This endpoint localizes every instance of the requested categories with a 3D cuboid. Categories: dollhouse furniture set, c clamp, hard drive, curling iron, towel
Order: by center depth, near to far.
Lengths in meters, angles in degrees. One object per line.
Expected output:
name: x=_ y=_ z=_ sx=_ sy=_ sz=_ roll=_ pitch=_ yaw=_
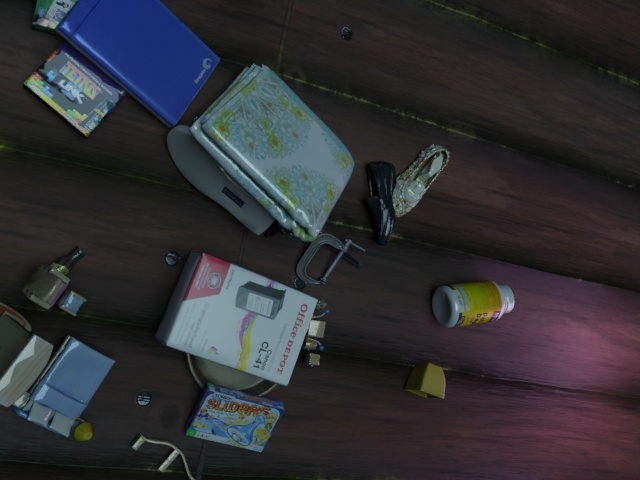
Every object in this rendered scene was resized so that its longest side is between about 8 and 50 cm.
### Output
dollhouse furniture set: x=-0.513 y=0.258 z=1.476 sx=0.303 sy=0.198 sz=0.286 roll=45 pitch=71 yaw=-37
hard drive: x=-0.398 y=-0.437 z=1.594 sx=0.319 sy=0.040 sz=0.210 roll=41 pitch=69 yaw=-31
towel: x=-0.098 y=-0.212 z=1.669 sx=0.374 sy=0.090 sz=0.320 roll=44 pitch=42 yaw=-13
c clamp: x=0.020 y=0.052 z=1.820 sx=0.137 sy=0.022 sz=0.160 roll=37 pitch=95 yaw=-26
curling iron: x=0.000 y=0.000 z=1.828 sx=0.274 sy=0.035 sz=0.068 roll=30 pitch=97 yaw=-25

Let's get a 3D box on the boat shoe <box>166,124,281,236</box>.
boat shoe: x=-0.200 y=-0.167 z=1.704 sx=0.340 sy=0.127 sz=0.158 roll=45 pitch=43 yaw=-6

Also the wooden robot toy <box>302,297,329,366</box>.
wooden robot toy: x=-0.035 y=0.226 z=1.787 sx=0.079 sy=0.076 sz=0.173 roll=11 pitch=85 yaw=-25

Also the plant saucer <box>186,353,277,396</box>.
plant saucer: x=-0.194 y=0.254 z=1.737 sx=0.278 sy=0.041 sz=0.277 roll=-1 pitch=91 yaw=-24

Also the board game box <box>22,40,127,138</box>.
board game box: x=-0.539 y=-0.333 z=1.572 sx=0.170 sy=0.048 sz=0.141 roll=42 pitch=76 yaw=-19

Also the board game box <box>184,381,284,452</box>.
board game box: x=-0.205 y=0.425 z=1.708 sx=0.201 sy=0.035 sz=0.136 roll=20 pitch=108 yaw=-23

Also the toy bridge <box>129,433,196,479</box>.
toy bridge: x=-0.356 y=0.514 z=1.674 sx=0.188 sy=0.026 sz=0.063 roll=46 pitch=72 yaw=-18

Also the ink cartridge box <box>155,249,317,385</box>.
ink cartridge box: x=-0.191 y=0.180 z=1.647 sx=0.306 sy=0.131 sz=0.226 roll=23 pitch=81 yaw=-21

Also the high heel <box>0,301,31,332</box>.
high heel: x=-0.741 y=0.178 z=1.487 sx=0.244 sy=0.082 sz=0.117 roll=23 pitch=117 yaw=-38

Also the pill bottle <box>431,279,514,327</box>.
pill bottle: x=0.425 y=0.173 z=1.973 sx=0.215 sy=0.117 sz=0.117 roll=-5 pitch=93 yaw=-24

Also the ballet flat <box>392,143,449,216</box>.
ballet flat: x=0.266 y=-0.166 z=1.921 sx=0.091 sy=0.077 sz=0.241 roll=40 pitch=76 yaw=-21

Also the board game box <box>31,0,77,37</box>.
board game box: x=-0.501 y=-0.596 z=1.588 sx=0.214 sy=0.046 sz=0.317 roll=12 pitch=85 yaw=-25

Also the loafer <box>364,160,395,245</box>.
loafer: x=0.151 y=-0.099 z=1.875 sx=0.078 sy=0.076 sz=0.223 roll=3 pitch=84 yaw=-19

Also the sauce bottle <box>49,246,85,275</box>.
sauce bottle: x=-0.575 y=0.063 z=1.562 sx=0.128 sy=0.042 sz=0.042 roll=-45 pitch=107 yaw=-16

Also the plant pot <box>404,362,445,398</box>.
plant pot: x=0.291 y=0.378 z=1.938 sx=0.082 sy=0.081 sz=0.083 roll=25 pitch=70 yaw=-22
